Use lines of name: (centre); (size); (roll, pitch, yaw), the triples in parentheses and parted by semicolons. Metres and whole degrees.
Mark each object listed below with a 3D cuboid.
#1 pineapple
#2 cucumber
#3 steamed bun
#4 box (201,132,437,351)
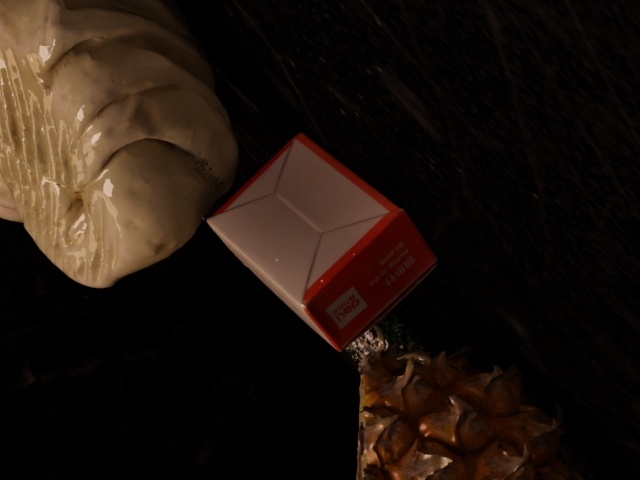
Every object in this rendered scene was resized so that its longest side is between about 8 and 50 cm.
pineapple: (0.176, 0.188, 1.325); (0.344, 0.286, 0.208); (-101, 13, -88)
cucumber: (0.051, 0.104, 1.746); (0.359, 0.096, 0.096); (45, 174, 10)
steamed bun: (-0.232, -0.150, 1.325); (0.352, 0.247, 0.339); (19, 133, 32)
box: (0.000, 0.000, 1.250); (0.182, 0.133, 0.099); (38, 169, 44)
